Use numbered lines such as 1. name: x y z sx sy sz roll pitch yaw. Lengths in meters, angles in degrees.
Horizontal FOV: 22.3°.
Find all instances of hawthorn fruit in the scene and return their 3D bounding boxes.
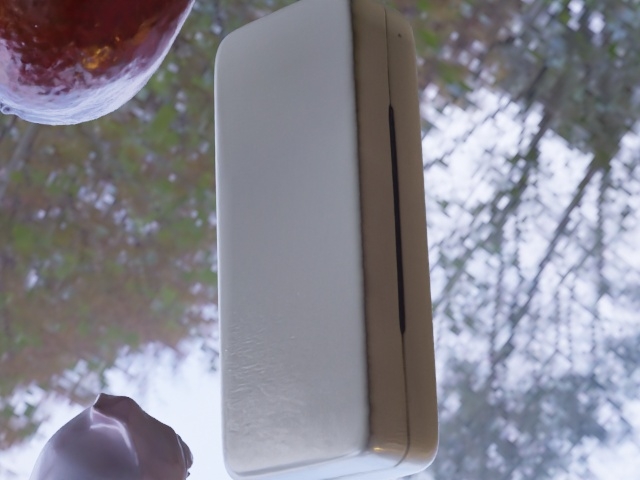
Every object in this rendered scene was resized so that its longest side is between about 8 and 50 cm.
1. hawthorn fruit: -0.237 -0.261 1.523 0.265 0.307 0.265 41 178 2

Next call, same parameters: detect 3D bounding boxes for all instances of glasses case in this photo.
1. glasses case: 0.000 0.000 1.047 0.070 0.131 0.313 17 -116 -45

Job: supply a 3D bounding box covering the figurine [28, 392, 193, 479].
1. figurine: -0.217 0.262 1.429 0.133 0.276 0.200 29 -174 -42
